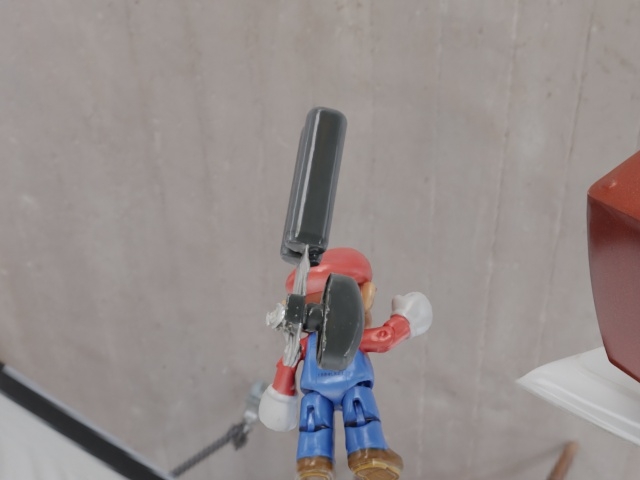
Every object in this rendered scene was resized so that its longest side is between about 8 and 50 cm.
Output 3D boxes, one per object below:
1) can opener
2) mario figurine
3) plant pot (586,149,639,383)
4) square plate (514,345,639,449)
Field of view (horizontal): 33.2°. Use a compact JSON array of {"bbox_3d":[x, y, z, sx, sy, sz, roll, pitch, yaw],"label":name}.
[{"bbox_3d":[0.000,0.000,1.097,0.093,0.280,0.074,8,158,-9],"label":"can opener"},{"bbox_3d":[0.034,0.160,1.374,0.198,0.321,0.170,9,149,-19],"label":"mario figurine"},{"bbox_3d":[0.424,0.012,1.086,0.267,0.267,0.236,-35,116,-6],"label":"plant pot"},{"bbox_3d":[0.489,0.190,1.367,0.347,0.344,0.049,25,119,50],"label":"square plate"}]
